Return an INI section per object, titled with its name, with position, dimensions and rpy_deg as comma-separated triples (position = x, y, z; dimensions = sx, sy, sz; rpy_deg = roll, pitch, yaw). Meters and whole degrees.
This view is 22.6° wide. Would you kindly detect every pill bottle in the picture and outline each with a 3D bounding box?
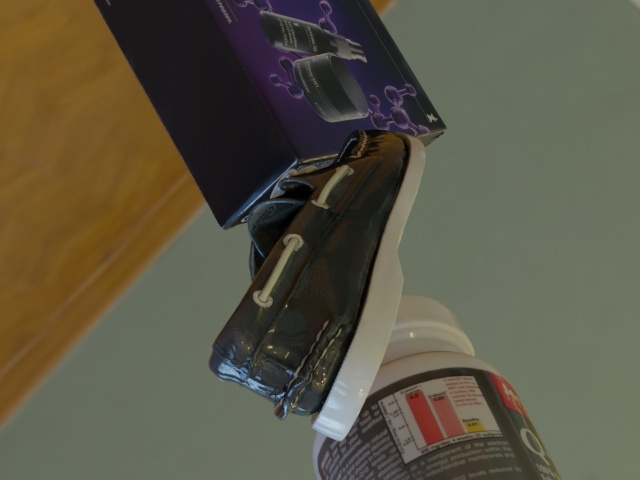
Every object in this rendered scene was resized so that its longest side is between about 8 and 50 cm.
[pill bottle]
position = 0.113, 0.234, 1.470
dimensions = 0.210, 0.363, 0.210
rpy_deg = -13, 137, -12

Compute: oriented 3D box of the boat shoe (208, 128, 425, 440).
[boat shoe]
position = 0.000, 0.000, 0.966
dimensions = 0.302, 0.091, 0.114
rpy_deg = -79, -166, -65

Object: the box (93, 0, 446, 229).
[box]
position = -0.049, -0.156, 1.222
dimensions = 0.103, 0.261, 0.184
rpy_deg = -39, 165, 37
